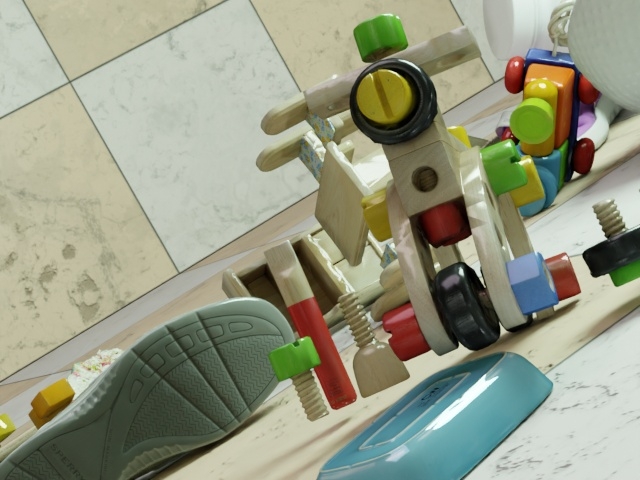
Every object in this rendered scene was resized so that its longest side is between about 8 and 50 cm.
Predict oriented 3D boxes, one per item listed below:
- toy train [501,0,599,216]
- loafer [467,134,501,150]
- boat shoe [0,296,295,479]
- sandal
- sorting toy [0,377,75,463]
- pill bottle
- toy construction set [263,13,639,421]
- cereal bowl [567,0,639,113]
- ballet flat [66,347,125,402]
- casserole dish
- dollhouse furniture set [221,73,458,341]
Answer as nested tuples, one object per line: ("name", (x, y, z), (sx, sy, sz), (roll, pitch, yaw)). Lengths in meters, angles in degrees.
("toy train", (0.240, -0.157, 1.706), (0.105, 0.248, 0.143), (10, 31, 17))
("loafer", (0.184, -0.112, 2.252), (0.094, 0.087, 0.251), (-33, 6, -32))
("boat shoe", (-0.168, 0.161, 1.453), (0.320, 0.118, 0.103), (-38, 7, -7))
("sandal", (0.292, -0.159, 2.049), (0.169, 0.102, 0.416), (-27, 6, 25))
("sorting toy", (-0.325, 0.239, 1.553), (0.229, 0.041, 0.307), (-29, -14, -28))
("pill bottle", (0.379, -0.305, 2.013), (0.322, 0.182, 0.181), (-6, 1, -11))
("toy construction set", (0.062, -0.027, 1.151), (0.309, 0.237, 0.257), (-29, -7, 37))
("cereal bowl", (0.428, -0.246, 1.608), (0.339, 0.141, 0.339), (-27, -29, -16))
("ballet flat", (-0.263, 0.182, 1.939), (0.077, 0.091, 0.241), (-6, 14, 9))
("casserole dish", (0.068, 0.121, 0.993), (0.114, 0.037, 0.188), (-23, 8, 47))
("dollhouse furniture set", (0.000, 0.000, 1.601), (0.161, 0.212, 0.242), (-29, -21, -19))
